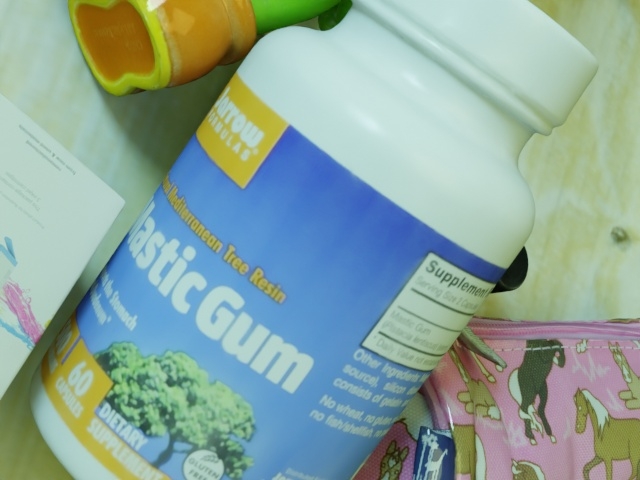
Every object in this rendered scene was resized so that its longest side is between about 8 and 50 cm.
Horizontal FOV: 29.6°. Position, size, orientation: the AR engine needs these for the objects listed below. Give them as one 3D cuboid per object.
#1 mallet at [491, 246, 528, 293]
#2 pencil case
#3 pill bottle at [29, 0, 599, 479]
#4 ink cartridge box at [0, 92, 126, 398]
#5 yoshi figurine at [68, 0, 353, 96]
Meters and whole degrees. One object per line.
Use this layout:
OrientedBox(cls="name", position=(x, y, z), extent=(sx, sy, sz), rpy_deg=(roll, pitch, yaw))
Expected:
OrientedBox(cls="mallet", position=(0.080, -0.056, 0.771), extent=(0.039, 0.062, 0.189), rpy_deg=(-14, 88, -42))
OrientedBox(cls="pencil case", position=(0.141, 0.122, 0.757), extent=(0.386, 0.167, 0.160), rpy_deg=(6, 60, -42))
OrientedBox(cls="pill bottle", position=(0.000, 0.000, 0.554), extent=(0.152, 0.152, 0.272), rpy_deg=(27, 102, -40))
OrientedBox(cls="ink cartridge box", position=(-0.171, 0.013, 0.507), extent=(0.090, 0.092, 0.143), rpy_deg=(44, 67, -36))
OrientedBox(cls="yoshi figurine", position=(0.012, -0.224, 0.635), extent=(0.362, 0.203, 0.203), rpy_deg=(-31, 74, -21))
